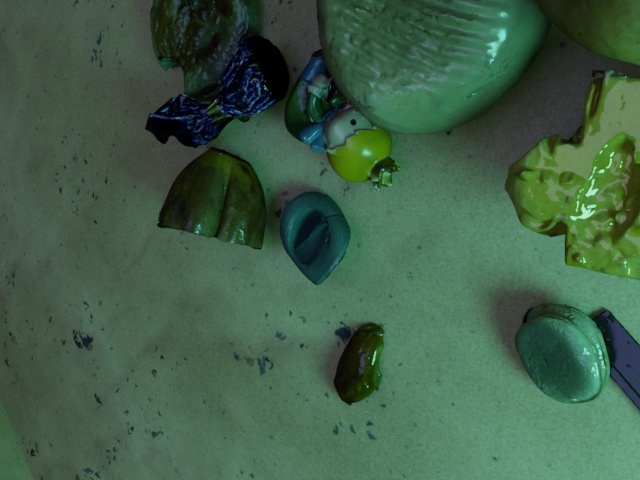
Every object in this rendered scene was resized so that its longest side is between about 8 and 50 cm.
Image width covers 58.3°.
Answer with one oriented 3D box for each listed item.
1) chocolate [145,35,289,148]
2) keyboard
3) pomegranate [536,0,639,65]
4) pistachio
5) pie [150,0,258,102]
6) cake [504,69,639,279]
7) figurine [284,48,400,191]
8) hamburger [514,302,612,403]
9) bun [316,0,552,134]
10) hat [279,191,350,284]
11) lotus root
[{"bbox_3d":[-0.208,-0.257,1.127,0.343,0.148,0.126,-24,65,32],"label":"chocolate"},{"bbox_3d":[0.437,0.189,0.785,0.060,0.018,0.195,-45,70,25],"label":"keyboard"},{"bbox_3d":[0.321,-0.330,0.497,0.338,0.338,0.338,6,99,36],"label":"pomegranate"},{"bbox_3d":[0.070,0.233,1.043,0.089,0.049,0.173,32,114,29],"label":"pistachio"},{"bbox_3d":[-0.243,-0.443,1.177,0.302,0.067,0.302,6,100,35],"label":"pie"},{"bbox_3d":[0.384,-0.076,0.656,0.286,0.227,0.222,18,108,34],"label":"cake"},{"bbox_3d":[0.052,-0.205,0.964,0.234,0.127,0.185,42,111,37],"label":"figurine"},{"bbox_3d":[0.341,0.158,0.807,0.140,0.062,0.133,61,150,6],"label":"hamburger"},{"bbox_3d":[0.162,-0.327,0.786,0.326,0.234,0.362,8,99,39],"label":"bun"},{"bbox_3d":[0.000,0.000,1.053,0.138,0.078,0.191,-50,48,22],"label":"hat"},{"bbox_3d":[-0.193,-0.085,1.123,0.199,0.188,0.180,20,94,35],"label":"lotus root"}]
